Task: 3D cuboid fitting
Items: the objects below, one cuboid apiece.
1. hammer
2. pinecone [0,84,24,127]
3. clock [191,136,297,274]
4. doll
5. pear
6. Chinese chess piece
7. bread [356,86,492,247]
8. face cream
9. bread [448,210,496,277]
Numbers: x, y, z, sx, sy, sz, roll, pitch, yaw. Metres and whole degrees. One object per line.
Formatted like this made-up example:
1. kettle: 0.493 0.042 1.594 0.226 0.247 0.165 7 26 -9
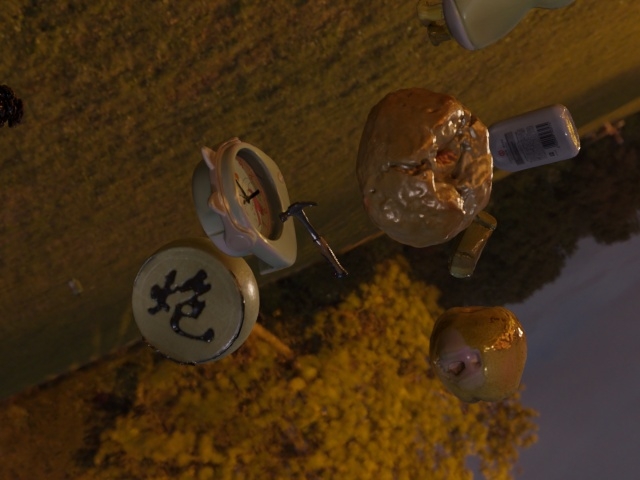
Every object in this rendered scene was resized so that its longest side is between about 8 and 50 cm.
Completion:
1. hammer: 0.000 0.000 1.454 0.078 0.201 0.021 -36 -154 0
2. pinecone: -0.548 -0.228 1.210 0.083 0.077 0.077 -10 162 -46
3. clock: -0.170 -0.083 1.523 0.109 0.265 0.324 -18 158 20
4. doll: 0.311 -0.405 1.171 0.296 0.117 0.141 -21 136 17
5. pear: 0.273 0.196 1.229 0.178 0.178 0.178 -29 175 -3
6. Chinese chess piece: -0.342 0.165 1.944 0.349 0.349 0.146 -30 180 13
7. bread: 0.167 -0.106 1.054 0.244 0.244 0.134 -26 -164 -36
8. face cream: 0.482 -0.237 1.760 0.291 0.143 0.071 -15 -158 40
9. bread: 0.323 0.007 1.546 0.156 0.064 0.117 -64 174 -8
